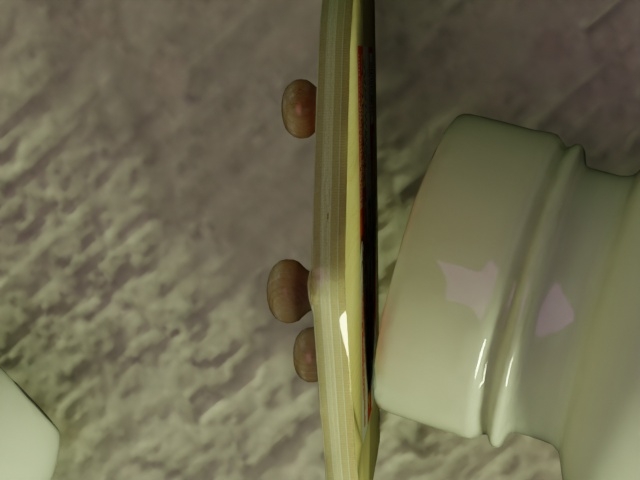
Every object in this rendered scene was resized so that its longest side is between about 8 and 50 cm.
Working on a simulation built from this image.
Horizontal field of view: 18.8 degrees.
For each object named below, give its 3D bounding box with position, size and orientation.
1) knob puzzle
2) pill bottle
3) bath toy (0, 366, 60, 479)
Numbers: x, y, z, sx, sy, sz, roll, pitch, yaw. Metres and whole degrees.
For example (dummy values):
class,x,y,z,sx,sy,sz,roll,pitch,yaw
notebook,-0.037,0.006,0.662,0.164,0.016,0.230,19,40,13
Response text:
class,x,y,z,sx,sy,sz,roll,pitch,yaw
knob puzzle,0.000,0.000,0.605,0.030,0.213,0.213,0,95,4
pill bottle,0.140,0.037,0.610,0.229,0.131,0.131,16,98,11
bath toy,-0.247,-0.002,0.695,0.129,0.151,0.348,-44,92,-9
